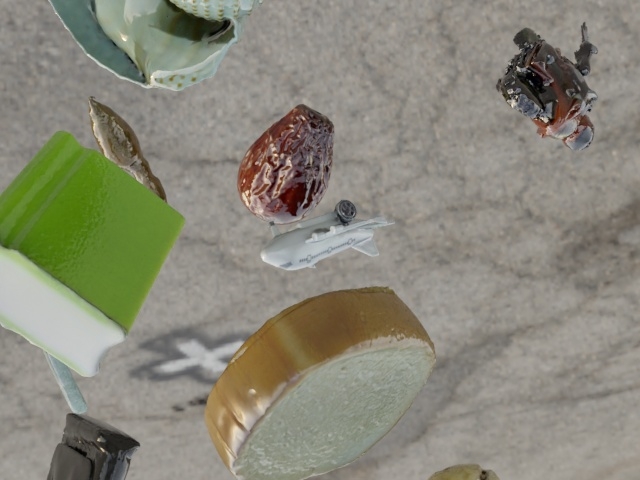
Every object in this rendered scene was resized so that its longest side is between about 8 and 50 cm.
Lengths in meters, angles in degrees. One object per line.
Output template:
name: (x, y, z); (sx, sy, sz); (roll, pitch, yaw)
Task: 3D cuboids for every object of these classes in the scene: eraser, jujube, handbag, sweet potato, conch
eraser: (-0.291, 0.005, 1.191); (0.210, 0.274, 0.092); (38, 119, -11)
jujube: (-0.056, -0.142, 1.870); (0.168, 0.168, 0.236); (10, 121, -37)
handbag: (-0.352, 0.379, 1.493); (0.080, 0.223, 0.247); (20, 169, -24)
sweet potato: (-0.363, -0.161, 1.866); (0.074, 0.075, 0.269); (-19, 122, 19)
conch: (-0.196, -0.362, 1.282); (0.215, 0.319, 0.303); (-40, 154, -51)

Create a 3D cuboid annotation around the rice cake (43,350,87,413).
rice cake: (-0.506, 0.254, 1.961); (0.033, 0.033, 0.208); (-26, 120, -17)

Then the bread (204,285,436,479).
bread: (0.002, 0.138, 0.933); (0.236, 0.070, 0.236); (-26, 148, -18)

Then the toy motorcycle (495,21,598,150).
toy motorcycle: (0.422, -0.289, 1.801); (0.207, 0.401, 0.134); (42, 124, -13)

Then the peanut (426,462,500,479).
peanut: (0.124, 0.389, 1.141); (0.130, 0.290, 0.130); (29, 172, 5)

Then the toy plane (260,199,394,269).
toy plane: (-0.001, -0.005, 1.790); (0.255, 0.101, 0.251); (-9, 165, -33)
